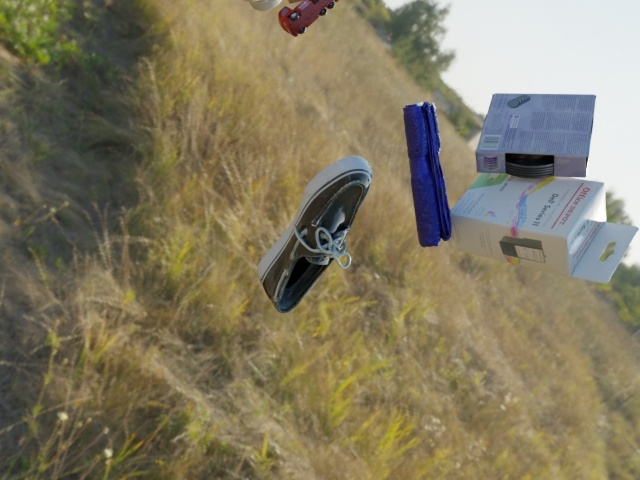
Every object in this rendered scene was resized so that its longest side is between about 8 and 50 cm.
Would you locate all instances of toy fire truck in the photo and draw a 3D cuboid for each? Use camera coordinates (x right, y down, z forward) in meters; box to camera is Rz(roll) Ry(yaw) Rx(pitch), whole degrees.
[{"bbox_3d":[-0.030,-0.541,1.544,0.135,0.192,0.047,42,-8,40],"label":"toy fire truck"}]

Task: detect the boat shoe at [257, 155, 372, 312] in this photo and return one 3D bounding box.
[{"bbox_3d":[-0.003,-0.001,1.174,0.113,0.306,0.105,18,34,-40],"label":"boat shoe"}]

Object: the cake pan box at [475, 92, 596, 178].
[{"bbox_3d":[0.504,-0.249,1.628,0.267,0.245,0.070,-65,149,-42],"label":"cake pan box"}]

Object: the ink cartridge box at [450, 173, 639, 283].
[{"bbox_3d":[0.491,-0.045,1.548,0.353,0.207,0.119,15,-42,38],"label":"ink cartridge box"}]

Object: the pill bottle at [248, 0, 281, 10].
[{"bbox_3d":[-0.159,-0.602,1.519,0.121,0.121,0.216,54,6,28],"label":"pill bottle"}]

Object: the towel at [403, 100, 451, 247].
[{"bbox_3d":[0.243,-0.151,1.544,0.227,0.076,0.309,-39,122,-73],"label":"towel"}]
